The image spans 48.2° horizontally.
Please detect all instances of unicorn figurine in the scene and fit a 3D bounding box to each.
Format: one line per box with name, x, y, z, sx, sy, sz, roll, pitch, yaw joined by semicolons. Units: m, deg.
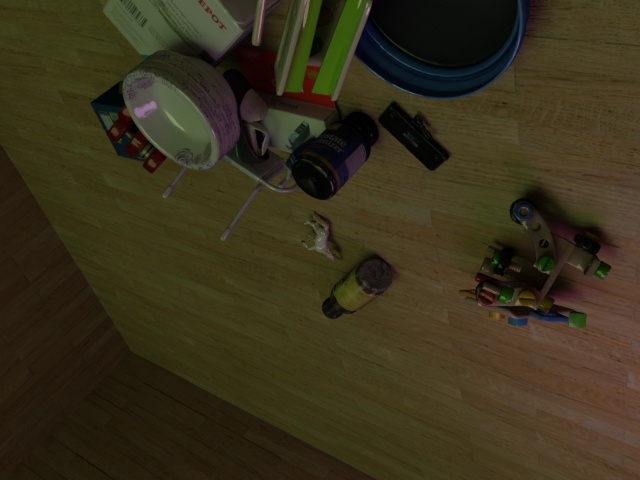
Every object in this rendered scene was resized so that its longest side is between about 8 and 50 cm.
unicorn figurine;0.000;0.000;2.119;0.111;0.060;0.162;26;145;25

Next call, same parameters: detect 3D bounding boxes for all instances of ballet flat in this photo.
ballet flat;-0.173;-0.306;1.793;0.096;0.095;0.280;18;145;21

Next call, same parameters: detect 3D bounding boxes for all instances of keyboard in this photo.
keyboard;0.217;-0.241;1.627;0.180;0.023;0.108;42;155;-2

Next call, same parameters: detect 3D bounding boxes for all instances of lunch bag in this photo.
lunch bag;-0.035;-0.202;1.751;0.067;0.098;0.065;44;148;4

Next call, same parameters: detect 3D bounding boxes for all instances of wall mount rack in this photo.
wall mount rack;-0.241;-0.174;1.936;0.350;0.304;0.130;34;137;13

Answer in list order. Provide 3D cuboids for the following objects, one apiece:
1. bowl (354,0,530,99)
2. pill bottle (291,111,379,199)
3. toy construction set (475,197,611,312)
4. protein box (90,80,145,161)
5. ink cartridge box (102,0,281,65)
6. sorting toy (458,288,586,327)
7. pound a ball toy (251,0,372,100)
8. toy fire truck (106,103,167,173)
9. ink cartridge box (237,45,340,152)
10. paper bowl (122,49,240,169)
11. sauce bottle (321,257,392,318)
bowl;0.189;-0.438;1.291;0.391;0.077;0.391;26;146;19
pill bottle;0.041;-0.204;1.674;0.123;0.219;0.122;28;146;21
toy construction set;0.482;0.074;1.567;0.237;0.257;0.309;22;166;8
protein box;-0.565;-0.366;2.218;0.200;0.136;0.201;15;139;36
ink cartridge box;-0.307;-0.555;1.677;0.285;0.166;0.395;50;148;-13
sorting toy;0.464;0.166;1.675;0.348;0.196;0.047;-164;77;-65
pound a ball toy;-0.036;-0.413;1.315;0.208;0.135;0.319;3;150;-12
toy fire truck;-0.439;-0.348;1.995;0.169;0.254;0.302;42;148;-13
ink cartridge box;-0.089;-0.340;1.799;0.296;0.066;0.261;19;142;33
paper bowl;-0.310;-0.316;1.681;0.284;0.148;0.284;27;147;20
sauce bottle;0.096;0.158;2.158;0.111;0.111;0.344;43;147;-2
